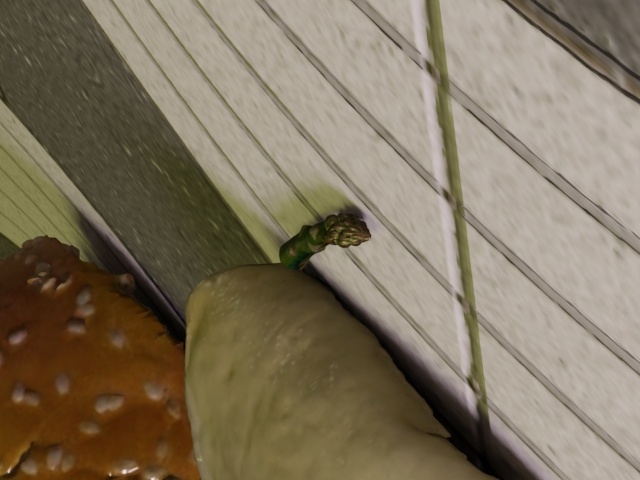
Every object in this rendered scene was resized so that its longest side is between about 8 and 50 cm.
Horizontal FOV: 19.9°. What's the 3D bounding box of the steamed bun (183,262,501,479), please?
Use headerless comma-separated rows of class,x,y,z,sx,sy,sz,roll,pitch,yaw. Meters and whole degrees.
steamed bun,0.028,0.143,0.767,0.231,0.110,0.212,44,165,44

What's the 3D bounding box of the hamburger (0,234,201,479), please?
hamburger,-0.142,0.224,1.185,0.445,0.287,0.268,47,164,16

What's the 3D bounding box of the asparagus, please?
asparagus,0.000,0.000,0.693,0.015,0.014,0.114,20,171,-9
